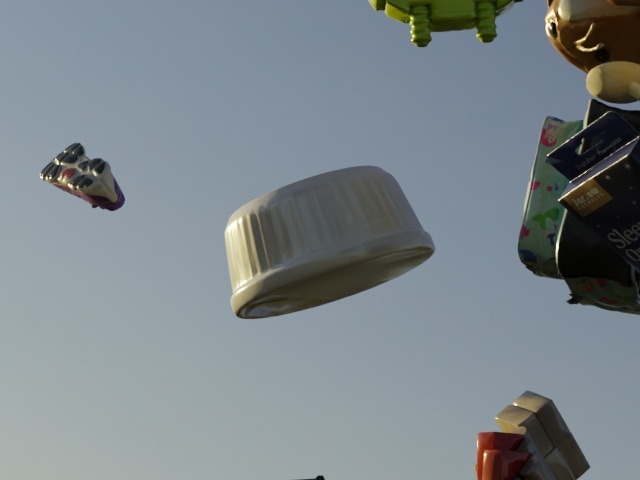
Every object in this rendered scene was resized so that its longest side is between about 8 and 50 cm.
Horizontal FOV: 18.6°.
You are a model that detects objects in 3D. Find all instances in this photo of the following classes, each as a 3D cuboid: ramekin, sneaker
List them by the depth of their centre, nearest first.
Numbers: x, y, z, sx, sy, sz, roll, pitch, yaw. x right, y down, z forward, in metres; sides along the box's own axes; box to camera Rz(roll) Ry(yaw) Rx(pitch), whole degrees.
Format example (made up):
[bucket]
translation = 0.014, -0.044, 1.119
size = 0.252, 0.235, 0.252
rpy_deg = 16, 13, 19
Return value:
[sneaker]
translation = -0.303, -0.072, 2.494
size = 0.071, 0.068, 0.170
rpy_deg = 55, -12, -31
[ramekin]
translation = 0.000, 0.000, 2.514
size = 0.273, 0.127, 0.273
rpy_deg = -18, -10, -3

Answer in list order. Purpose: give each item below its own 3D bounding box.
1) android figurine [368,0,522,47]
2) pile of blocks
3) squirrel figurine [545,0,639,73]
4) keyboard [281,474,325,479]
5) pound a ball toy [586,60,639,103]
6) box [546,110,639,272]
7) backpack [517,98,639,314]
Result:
[android figurine]
translation = 0.117, -0.315, 1.860
size = 0.248, 0.273, 0.056
rpy_deg = -2, -12, -1
[pile of blocks]
translation = 0.147, 0.242, 1.655
size = 0.149, 0.362, 0.113
rpy_deg = -25, -68, 15
[squirrel figurine]
translation = 0.469, -0.350, 2.421
size = 0.397, 0.281, 0.370
rpy_deg = -11, -36, -36
[keyboard]
translation = 0.028, 0.311, 1.711
size = 0.201, 0.033, 0.317
rpy_deg = -7, -45, 19
[pound a ball toy]
translation = 0.451, -0.197, 1.998
size = 0.135, 0.208, 0.319
rpy_deg = -7, 26, -45
[box]
translation = 0.334, -0.024, 1.960
size = 0.225, 0.036, 0.136
rpy_deg = 41, -31, -6
[backpack]
translation = 0.340, -0.028, 2.254
size = 0.191, 0.225, 0.253
rpy_deg = 8, -11, 27
